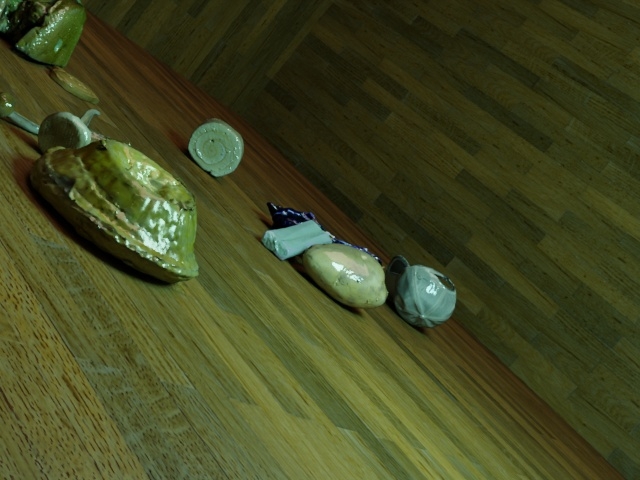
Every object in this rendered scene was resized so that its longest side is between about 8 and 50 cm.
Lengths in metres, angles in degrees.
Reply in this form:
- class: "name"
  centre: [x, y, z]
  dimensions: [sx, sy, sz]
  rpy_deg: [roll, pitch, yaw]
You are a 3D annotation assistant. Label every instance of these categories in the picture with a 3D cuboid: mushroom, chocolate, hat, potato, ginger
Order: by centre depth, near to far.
- class: "mushroom"
  centre: [-0.452, -0.203, 1.500]
  dimensions: [0.043, 0.068, 0.306]
  rpy_deg: [14, 5, 17]
- class: "ginger"
  centre: [-0.412, -0.179, 1.624]
  dimensions: [0.137, 0.057, 0.044]
  rpy_deg: [27, -33, -26]
- class: "potato"
  centre: [0.065, 0.076, 2.097]
  dimensions: [0.235, 0.128, 0.161]
  rpy_deg: [36, 19, -9]
- class: "chocolate"
  centre: [-0.005, 0.000, 2.265]
  dimensions: [0.343, 0.126, 0.148]
  rpy_deg: [40, 20, 11]
- class: "hat"
  centre: [0.276, 0.167, 2.616]
  dimensions: [0.232, 0.161, 0.275]
  rpy_deg: [49, -20, -20]

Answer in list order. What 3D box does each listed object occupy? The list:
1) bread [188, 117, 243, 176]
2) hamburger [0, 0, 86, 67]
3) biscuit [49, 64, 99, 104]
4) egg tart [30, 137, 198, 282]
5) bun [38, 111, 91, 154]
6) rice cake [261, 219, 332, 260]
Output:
- class: "bread"
  centre: [-0.278, -0.253, 2.381]
  dimensions: [0.148, 0.134, 0.141]
  rpy_deg: [52, 5, -11]
- class: "hamburger"
  centre: [-0.635, -0.512, 2.008]
  dimensions: [0.168, 0.192, 0.288]
  rpy_deg: [30, 7, -1]
- class: "biscuit"
  centre: [-0.566, -0.360, 2.012]
  dimensions: [0.118, 0.023, 0.140]
  rpy_deg: [42, 8, 11]
- class: "egg tart"
  centre: [-0.277, -0.057, 1.280]
  dimensions: [0.290, 0.115, 0.290]
  rpy_deg: [37, 8, -6]
- class: "bun"
  centre: [-0.402, -0.162, 1.395]
  dimensions: [0.086, 0.086, 0.055]
  rpy_deg: [40, 13, 0]
- class: "rice cake"
  centre: [-0.054, 0.000, 2.111]
  dimensions: [0.080, 0.042, 0.222]
  rpy_deg: [47, 27, 15]
